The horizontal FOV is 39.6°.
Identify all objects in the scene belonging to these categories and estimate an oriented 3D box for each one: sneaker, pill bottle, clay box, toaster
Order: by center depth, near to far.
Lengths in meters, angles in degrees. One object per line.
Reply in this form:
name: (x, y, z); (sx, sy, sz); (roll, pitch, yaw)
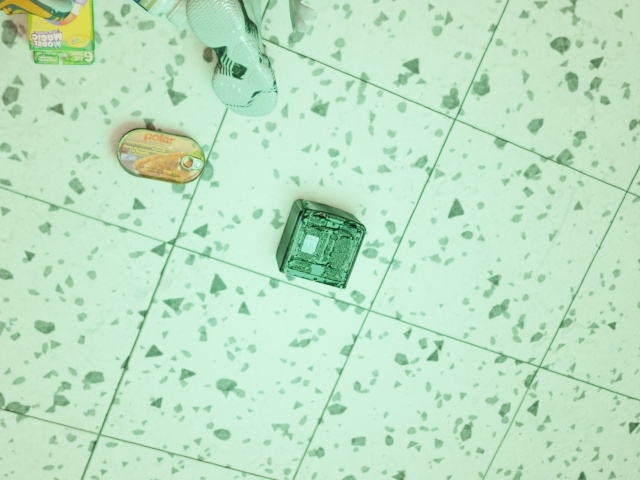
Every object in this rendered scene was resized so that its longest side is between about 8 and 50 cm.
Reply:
sneaker: (-0.627, -0.455, 1.699); (0.321, 0.124, 0.180); (31, 111, 13)
pill bottle: (-0.335, -0.518, 1.771); (0.186, 0.112, 0.112); (36, 97, -20)
clay box: (-0.520, -0.462, 1.778); (0.127, 0.053, 0.222); (-1, 106, -10)
sneaker: (-0.158, -0.430, 1.817); (0.137, 0.210, 0.366); (1, 148, 15)
toaster: (0.000, 0.000, 2.012); (0.168, 0.110, 0.186); (15, 104, -17)

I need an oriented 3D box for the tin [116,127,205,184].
tin: (-0.343, -0.184, 1.917); (0.189, 0.040, 0.106); (11, 109, -16)

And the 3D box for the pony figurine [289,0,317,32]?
pony figurine: (-0.050, -0.607, 1.695); (0.363, 0.351, 0.303); (28, 116, -16)
